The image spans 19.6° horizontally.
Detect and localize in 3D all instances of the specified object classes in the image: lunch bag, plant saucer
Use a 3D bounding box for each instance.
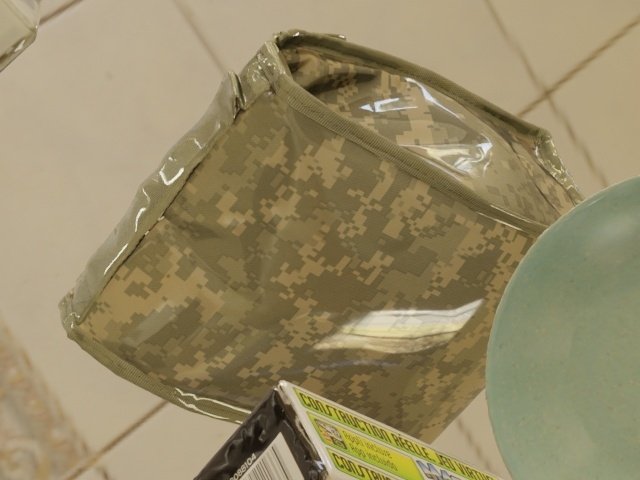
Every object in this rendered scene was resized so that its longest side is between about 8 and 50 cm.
[{"bbox_3d":[0.000,0.000,1.192,0.287,0.235,0.169,22,30,-37],"label":"lunch bag"},{"bbox_3d":[0.173,0.061,0.833,0.195,0.195,0.037,64,14,-2],"label":"plant saucer"}]

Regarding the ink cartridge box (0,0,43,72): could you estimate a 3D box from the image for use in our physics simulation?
[{"bbox_3d":[-0.245,-0.223,0.803,0.071,0.324,0.330,-40,106,7],"label":"ink cartridge box"}]

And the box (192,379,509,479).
[{"bbox_3d":[-0.029,0.137,0.477,0.114,0.207,0.036,28,20,-38],"label":"box"}]
